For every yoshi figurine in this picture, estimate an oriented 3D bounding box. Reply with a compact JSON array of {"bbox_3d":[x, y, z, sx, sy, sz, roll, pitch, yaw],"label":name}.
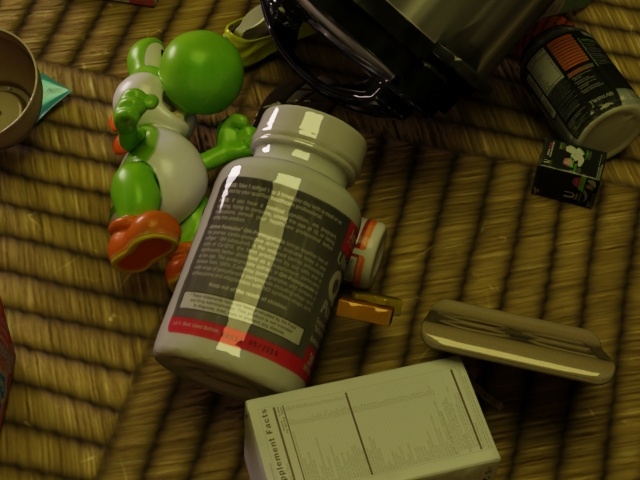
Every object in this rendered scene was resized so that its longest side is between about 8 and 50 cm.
[{"bbox_3d":[-0.169,-0.129,1.683,0.203,0.203,0.362,-4,56,-7],"label":"yoshi figurine"}]

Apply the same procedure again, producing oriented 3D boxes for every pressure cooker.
[{"bbox_3d":[0.111,-0.368,1.725,0.375,0.370,0.420,40,98,-7],"label":"pressure cooker"}]

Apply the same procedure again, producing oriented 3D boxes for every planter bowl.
[{"bbox_3d":[-0.432,-0.183,1.761,0.162,0.109,0.162,-2,71,5],"label":"planter bowl"}]

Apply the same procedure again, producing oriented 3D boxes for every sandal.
[{"bbox_3d":[-0.049,-0.132,1.791,0.090,0.060,0.219,23,69,22],"label":"sandal"}]

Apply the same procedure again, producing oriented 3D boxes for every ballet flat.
[{"bbox_3d":[-0.049,-0.319,1.916,0.231,0.077,0.077,-34,59,-25],"label":"ballet flat"}]

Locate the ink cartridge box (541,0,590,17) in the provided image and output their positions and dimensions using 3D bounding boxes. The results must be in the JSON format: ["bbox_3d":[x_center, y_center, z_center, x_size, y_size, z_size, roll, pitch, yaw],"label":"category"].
[{"bbox_3d":[0.271,-0.409,1.976,0.235,0.056,0.171,38,35,22],"label":"ink cartridge box"}]

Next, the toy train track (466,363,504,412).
[{"bbox_3d":[0.183,0.171,1.591,0.048,0.014,0.083,-38,63,-27],"label":"toy train track"}]

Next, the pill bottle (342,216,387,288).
[{"bbox_3d":[0.000,0.000,1.668,0.152,0.086,0.086,17,54,9],"label":"pill bottle"}]

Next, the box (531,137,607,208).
[{"bbox_3d":[0.324,-0.088,1.765,0.083,0.062,0.052,16,55,9],"label":"box"}]

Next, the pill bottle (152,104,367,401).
[{"bbox_3d":[-0.056,0.015,1.529,0.176,0.176,0.318,16,73,10],"label":"pill bottle"}]

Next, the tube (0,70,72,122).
[{"bbox_3d":[-0.443,-0.236,1.859,0.207,0.052,0.080,37,71,16],"label":"tube"}]

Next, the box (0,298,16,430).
[{"bbox_3d":[-0.505,0.139,1.498,0.300,0.154,0.142,3,52,-1],"label":"box"}]

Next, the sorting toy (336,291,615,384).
[{"bbox_3d":[0.176,0.110,1.550,0.307,0.229,0.041,12,97,7],"label":"sorting toy"}]

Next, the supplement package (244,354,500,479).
[{"bbox_3d":[0.050,0.235,1.459,0.244,0.134,0.139,-10,54,-11],"label":"supplement package"}]

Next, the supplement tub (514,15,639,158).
[{"bbox_3d":[0.346,-0.208,1.824,0.117,0.117,0.190,-17,55,-15],"label":"supplement tub"}]

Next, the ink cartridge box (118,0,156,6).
[{"bbox_3d":[-0.331,-0.413,1.952,0.198,0.115,0.067,9,53,6],"label":"ink cartridge box"}]
